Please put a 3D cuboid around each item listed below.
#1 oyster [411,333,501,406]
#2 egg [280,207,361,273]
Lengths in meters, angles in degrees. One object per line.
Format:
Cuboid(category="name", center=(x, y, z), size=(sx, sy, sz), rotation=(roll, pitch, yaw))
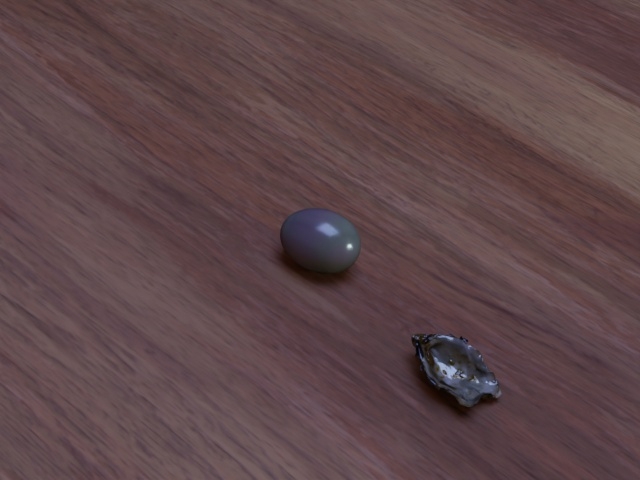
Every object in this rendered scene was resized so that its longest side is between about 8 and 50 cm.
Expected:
Cuboid(category="oyster", center=(0.194, 0.191, 1.539), size=(0.103, 0.051, 0.148), rotation=(-22, 66, -35))
Cuboid(category="egg", center=(0.000, 0.000, 1.675), size=(0.135, 0.103, 0.103), rotation=(19, 42, 12))
